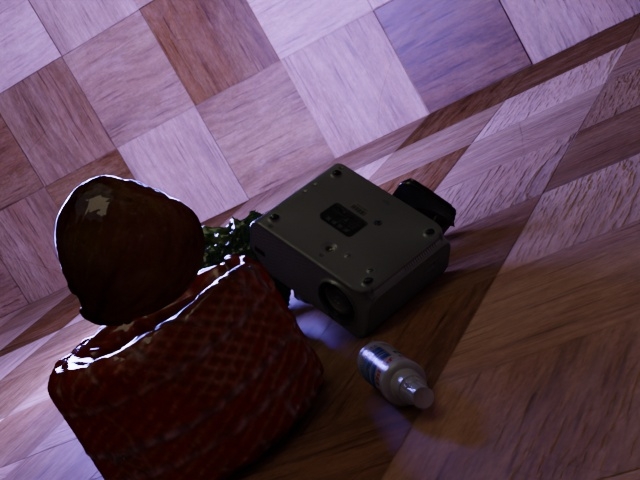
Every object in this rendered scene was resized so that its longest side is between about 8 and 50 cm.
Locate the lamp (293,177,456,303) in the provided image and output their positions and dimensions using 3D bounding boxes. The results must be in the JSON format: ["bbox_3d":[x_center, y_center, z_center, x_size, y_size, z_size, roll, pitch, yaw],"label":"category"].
[{"bbox_3d":[0.086,0.028,2.133,0.283,0.124,0.203,-36,-8,-19],"label":"lamp"}]

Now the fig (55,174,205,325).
[{"bbox_3d":[-0.248,0.019,1.594,0.205,0.205,0.205,-29,11,6],"label":"fig"}]

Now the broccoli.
[{"bbox_3d":[-0.191,0.086,2.103,0.308,0.275,0.308,25,-90,-86],"label":"broccoli"}]

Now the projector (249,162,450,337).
[{"bbox_3d":[0.044,0.008,1.929,0.250,0.108,0.198,36,55,28],"label":"projector"}]

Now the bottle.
[{"bbox_3d":[0.096,0.167,1.516,0.060,0.060,0.217,-31,11,-8],"label":"bottle"}]

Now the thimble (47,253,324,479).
[{"bbox_3d":[-0.180,0.189,1.691,0.350,0.230,0.350,-30,11,7],"label":"thimble"}]
